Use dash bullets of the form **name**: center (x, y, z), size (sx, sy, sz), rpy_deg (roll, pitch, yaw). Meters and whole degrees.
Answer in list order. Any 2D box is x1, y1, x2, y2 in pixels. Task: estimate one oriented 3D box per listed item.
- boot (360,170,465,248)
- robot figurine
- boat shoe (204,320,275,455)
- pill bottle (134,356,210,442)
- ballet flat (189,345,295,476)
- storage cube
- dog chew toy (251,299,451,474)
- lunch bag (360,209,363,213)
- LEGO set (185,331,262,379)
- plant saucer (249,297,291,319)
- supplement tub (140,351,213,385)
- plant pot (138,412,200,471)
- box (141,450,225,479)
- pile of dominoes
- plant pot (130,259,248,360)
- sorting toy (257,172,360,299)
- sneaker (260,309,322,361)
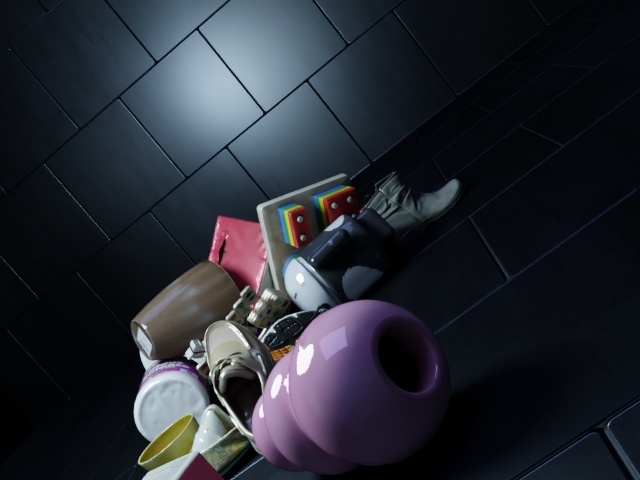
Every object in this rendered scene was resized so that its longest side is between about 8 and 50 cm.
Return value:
- **boot**: center (0.227, -0.110, 1.909), size (0.246, 0.161, 0.083), rpy_deg (-41, 9, -13)
- **robot figurine**: center (0.050, 0.056, 1.783), size (0.278, 0.209, 0.173), rpy_deg (-41, 24, -6)
- **boat shoe**: center (-0.134, 0.234, 1.334), size (0.109, 0.098, 0.302), rpy_deg (-36, 47, 2)
- **pill bottle**: center (-0.347, 0.366, 1.854), size (0.169, 0.169, 0.301), rpy_deg (-40, 9, -5)
- **ballet flat**: center (-0.142, 0.318, 1.415), size (0.348, 0.123, 0.123), rpy_deg (-39, 8, 1)
- **storage cube**: center (-0.153, 0.049, 2.017), size (0.193, 0.215, 0.183), rpy_deg (11, 87, 38)
- **dog chew toy**: center (0.019, 0.215, 1.036), size (0.332, 0.206, 0.206), rpy_deg (-43, 3, 46)
- **lunch bag**: center (0.049, 0.009, 2.185), size (0.258, 0.120, 0.293), rpy_deg (-43, 10, -22)
- **LEGO set**: center (-0.223, 0.289, 1.871), size (0.227, 0.087, 0.093), rpy_deg (1, -45, -49)
- **plant saucer**: center (-0.138, 0.106, 2.216), size (0.258, 0.048, 0.259), rpy_deg (156, 124, -65)
- **supplement tub**: center (-0.355, 0.259, 2.203), size (0.241, 0.241, 0.331), rpy_deg (-38, 9, 9)
- **plant pot**: center (-0.268, 0.415, 1.506), size (0.134, 0.095, 0.134), rpy_deg (-38, 8, 6)
- **box**: center (-0.238, 0.443, 1.130), size (0.149, 0.127, 0.232), rpy_deg (-32, 11, 39)
- **pile of dominoes**: center (-0.162, 0.221, 1.750), size (0.251, 0.040, 0.196), rpy_deg (-58, -30, 7)
- **plant pot**: center (-0.330, 0.192, 1.889), size (0.230, 0.215, 0.215), rpy_deg (-28, 1, -33)
- **sorting toy**: center (0.000, 0.000, 1.907), size (0.257, 0.255, 0.089), rpy_deg (-23, 25, -27)
- **sneaker**: center (-0.098, 0.235, 1.740), size (0.262, 0.099, 0.121), rpy_deg (-37, 4, 8)
